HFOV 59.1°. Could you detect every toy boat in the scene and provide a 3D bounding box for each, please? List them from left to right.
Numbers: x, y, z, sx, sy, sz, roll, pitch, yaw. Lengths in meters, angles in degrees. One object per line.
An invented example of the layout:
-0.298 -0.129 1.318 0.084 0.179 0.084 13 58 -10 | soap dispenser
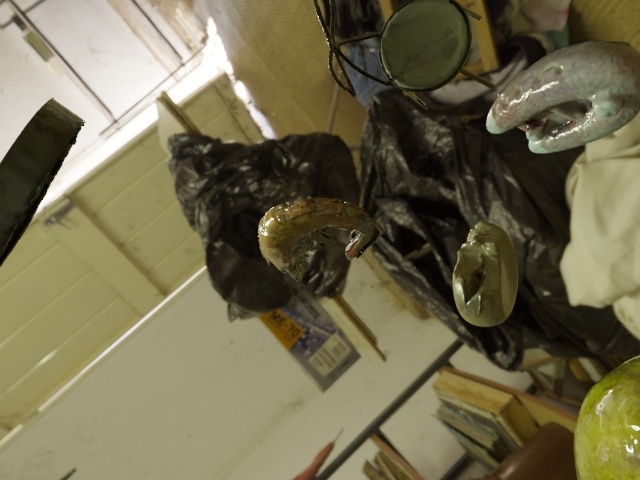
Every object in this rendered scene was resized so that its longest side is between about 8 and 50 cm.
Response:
0.331 -0.173 0.758 0.155 0.085 0.227 22 159 -17 | toy boat

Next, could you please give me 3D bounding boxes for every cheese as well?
0.308 0.076 1.051 0.091 0.202 0.175 -3 115 30 | cheese

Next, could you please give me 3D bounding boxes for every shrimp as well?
0.000 -0.001 0.781 0.253 0.173 0.058 79 -173 -70 | shrimp

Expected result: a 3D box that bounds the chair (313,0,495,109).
0.145 -0.294 0.857 0.326 0.170 0.159 -6 -93 -60 | chair

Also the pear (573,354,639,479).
0.414 0.249 0.598 0.287 0.287 0.375 36 176 44 | pear

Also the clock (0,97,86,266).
-0.475 -0.078 0.892 0.061 0.312 0.313 30 175 -22 | clock
